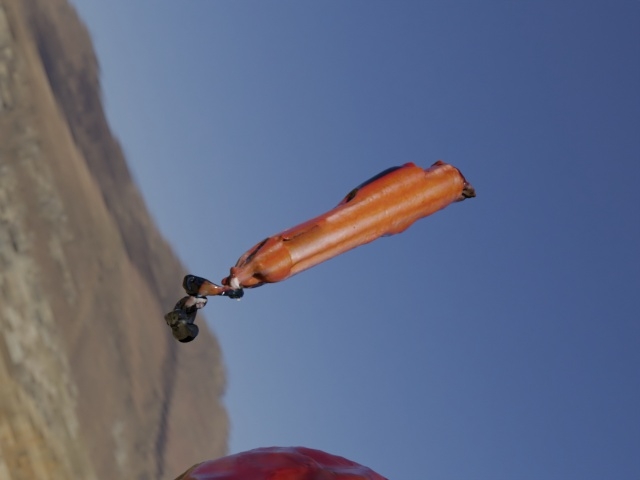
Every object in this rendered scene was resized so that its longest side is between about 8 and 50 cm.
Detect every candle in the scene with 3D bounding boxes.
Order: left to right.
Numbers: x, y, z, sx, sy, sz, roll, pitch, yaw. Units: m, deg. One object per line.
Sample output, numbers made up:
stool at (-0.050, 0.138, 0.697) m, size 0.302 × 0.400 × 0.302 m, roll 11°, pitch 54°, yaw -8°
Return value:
candle at (-0.001, -0.001, 0.600) m, size 0.021 × 0.167 × 0.026 m, roll -29°, pitch -92°, yaw 45°

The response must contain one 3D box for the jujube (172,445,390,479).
jujube at (-0.057, 0.223, 0.748) m, size 0.342 × 0.216 × 0.216 m, roll -32°, pitch 108°, yaw -56°
